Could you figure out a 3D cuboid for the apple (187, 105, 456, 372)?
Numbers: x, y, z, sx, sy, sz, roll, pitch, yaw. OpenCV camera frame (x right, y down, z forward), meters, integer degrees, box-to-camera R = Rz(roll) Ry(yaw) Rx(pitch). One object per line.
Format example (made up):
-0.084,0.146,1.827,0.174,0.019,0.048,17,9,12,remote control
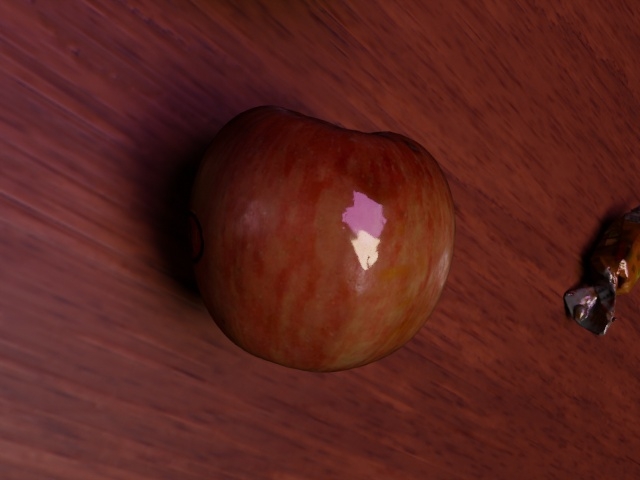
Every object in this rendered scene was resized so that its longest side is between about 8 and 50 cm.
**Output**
0.000,0.000,0.378,0.146,0.146,0.131,1,107,-41,apple

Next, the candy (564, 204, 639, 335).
0.296,0.015,0.695,0.182,0.053,0.046,-50,120,-27,candy
